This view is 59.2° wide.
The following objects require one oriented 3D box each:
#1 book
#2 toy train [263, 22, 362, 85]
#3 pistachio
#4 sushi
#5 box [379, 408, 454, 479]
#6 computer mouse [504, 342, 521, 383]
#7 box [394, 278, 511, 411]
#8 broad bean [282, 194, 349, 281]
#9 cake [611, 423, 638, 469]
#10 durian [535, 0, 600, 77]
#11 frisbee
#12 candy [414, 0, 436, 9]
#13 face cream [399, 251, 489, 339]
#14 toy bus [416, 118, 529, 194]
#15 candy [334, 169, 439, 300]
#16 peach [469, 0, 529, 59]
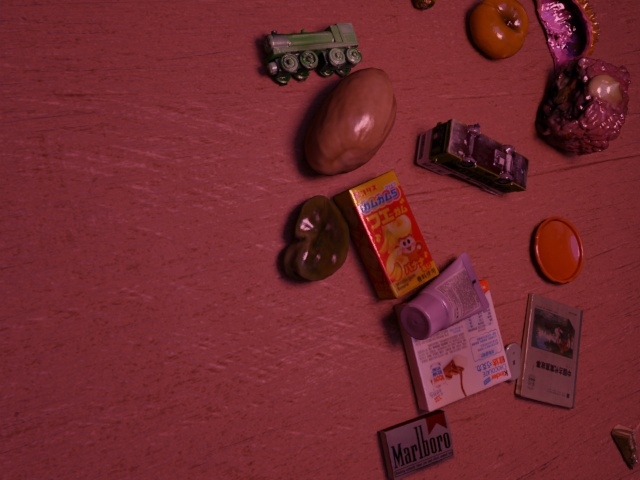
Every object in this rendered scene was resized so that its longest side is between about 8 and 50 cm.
[{"bbox_3d":[0.635,0.304,1.552,0.215,0.025,0.282,18,74,-24],"label":"book"},{"bbox_3d":[-0.017,-0.440,1.312,0.251,0.085,0.119,-15,84,-28],"label":"toy train"},{"bbox_3d":[0.073,-0.270,1.288,0.293,0.182,0.162,-61,146,-16],"label":"pistachio"},{"bbox_3d":[0.742,-0.387,1.585,0.171,0.236,0.270,21,78,-13],"label":"sushi"},{"bbox_3d":[0.227,0.478,1.326,0.178,0.036,0.115,-9,87,-26],"label":"box"},{"bbox_3d":[0.497,0.320,1.480,0.056,0.032,0.110,-5,95,-25],"label":"computer mouse"},{"bbox_3d":[0.333,0.253,1.400,0.274,0.048,0.264,-11,86,-27],"label":"box"},{"bbox_3d":[-0.002,0.000,1.262,0.153,0.072,0.206,39,67,-29],"label":"broad bean"},{"bbox_3d":[0.894,0.598,1.622,0.051,0.055,0.140,-35,100,-31],"label":"cake"},{"bbox_3d":[0.753,-0.659,1.695,0.186,0.154,0.260,-45,112,-49],"label":"durian"},{"bbox_3d":[0.670,0.028,1.598,0.192,0.035,0.192,4,82,-26],"label":"frisbee"},{"bbox_3d":[0.256,-0.705,1.498,0.061,0.060,0.200,-12,80,-26],"label":"candy"},{"bbox_3d":[0.304,0.138,1.339,0.274,0.096,0.154,-23,87,-40],"label":"face cream"},{"bbox_3d":[0.398,-0.205,1.449,0.302,0.139,0.113,18,76,-31],"label":"toy bus"},{"bbox_3d":[0.156,-0.012,1.331,0.146,0.088,0.276,-24,93,-25],"label":"candy"},{"bbox_3d":[0.496,-0.593,1.562,0.179,0.103,0.179,4,80,-23],"label":"peach"}]
